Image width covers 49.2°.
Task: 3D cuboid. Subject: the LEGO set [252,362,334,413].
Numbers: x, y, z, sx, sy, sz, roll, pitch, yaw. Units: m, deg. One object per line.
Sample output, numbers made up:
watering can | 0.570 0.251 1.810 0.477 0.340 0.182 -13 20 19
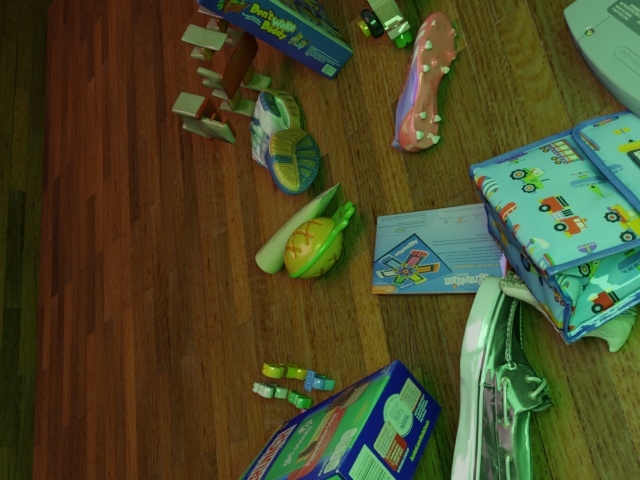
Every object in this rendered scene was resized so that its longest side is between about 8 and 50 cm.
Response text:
LEGO set | -0.061 0.279 1.338 0.227 0.093 0.087 11 88 51

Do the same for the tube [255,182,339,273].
tube | -0.047 -0.024 1.429 0.240 0.062 0.070 -48 39 32

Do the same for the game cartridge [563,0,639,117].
game cartridge | 0.446 -0.243 0.857 0.198 0.062 0.297 -39 49 13

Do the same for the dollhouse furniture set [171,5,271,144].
dollhouse furniture set | -0.200 -0.347 1.530 0.135 0.262 0.259 18 71 17

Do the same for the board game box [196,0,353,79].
board game box | -0.115 -0.486 1.417 0.078 0.347 0.233 -47 48 24

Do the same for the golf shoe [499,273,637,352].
golf shoe | 0.318 0.096 0.922 0.176 0.069 0.086 15 107 26

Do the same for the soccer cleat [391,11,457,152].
soccer cleat | 0.175 -0.277 1.229 0.095 0.083 0.247 5 86 55

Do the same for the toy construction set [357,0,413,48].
toy construction set | 0.161 -0.477 1.225 0.237 0.257 0.309 62 164 -17

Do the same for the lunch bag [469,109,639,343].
lunch bag | 0.368 -0.048 0.848 0.293 0.138 0.221 -26 40 4

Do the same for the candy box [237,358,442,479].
candy box | 0.004 0.356 1.088 0.122 0.268 0.317 49 124 -4

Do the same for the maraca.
maraca | 0.000 0.000 1.343 0.185 0.099 0.127 -48 17 11

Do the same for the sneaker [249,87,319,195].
sneaker | -0.086 -0.191 1.513 0.131 0.112 0.296 -56 35 41

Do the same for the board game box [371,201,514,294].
board game box | 0.196 0.018 1.156 0.281 0.027 0.145 -5 75 49

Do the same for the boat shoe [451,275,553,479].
boat shoe | 0.263 0.218 0.969 0.119 0.121 0.335 2 82 31
